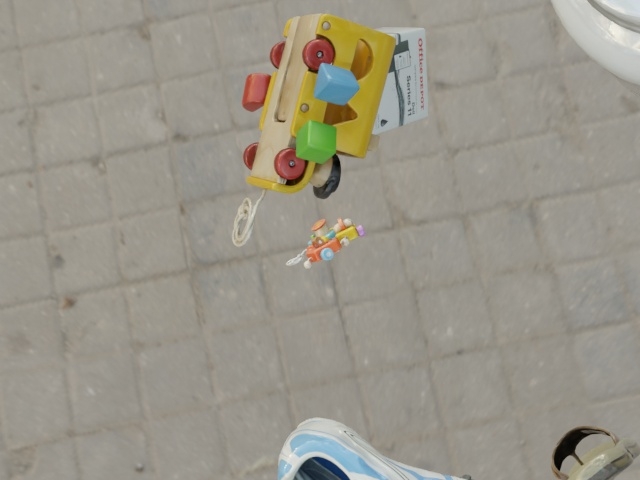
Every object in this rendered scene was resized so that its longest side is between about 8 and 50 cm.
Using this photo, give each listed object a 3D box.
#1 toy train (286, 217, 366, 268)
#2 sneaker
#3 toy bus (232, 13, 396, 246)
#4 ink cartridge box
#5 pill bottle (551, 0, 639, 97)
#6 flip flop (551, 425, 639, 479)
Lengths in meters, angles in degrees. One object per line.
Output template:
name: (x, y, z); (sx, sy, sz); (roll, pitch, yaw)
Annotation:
toy train: (0.000, 0.000, 1.879); (0.125, 0.166, 0.046); (-29, 98, -20)
sneaker: (0.071, 0.237, 1.043); (0.237, 0.085, 0.086); (22, 45, 10)
toy bus: (0.002, -0.109, 1.086); (0.104, 0.202, 0.191); (14, 48, -23)
ink cartridge box: (0.081, -0.250, 1.856); (0.086, 0.208, 0.153); (8, 111, 36)
pill bottle: (0.240, -0.176, 0.749); (0.176, 0.318, 0.176); (0, 91, 22)
flip flop: (0.322, 0.266, 1.431); (0.112, 0.277, 0.080); (-46, 73, 6)
